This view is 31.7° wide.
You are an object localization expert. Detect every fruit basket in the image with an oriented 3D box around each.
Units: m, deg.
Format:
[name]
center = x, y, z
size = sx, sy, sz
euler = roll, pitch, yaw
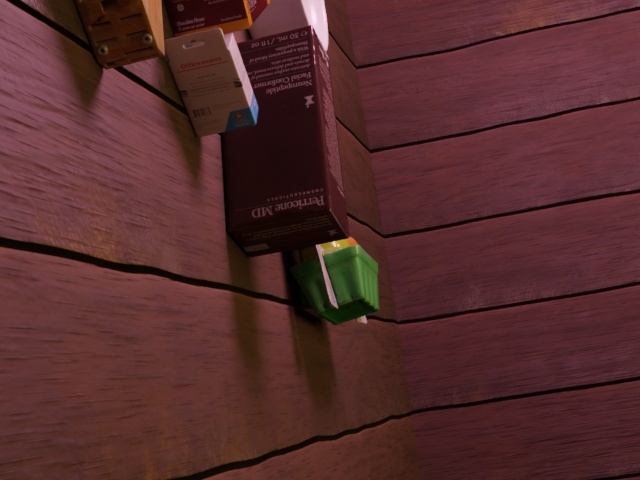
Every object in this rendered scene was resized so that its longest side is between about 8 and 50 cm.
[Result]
[fruit basket]
center = 0.000, 0.000, 2.396
size = 0.353, 0.165, 0.327
euler = 66, 8, 16

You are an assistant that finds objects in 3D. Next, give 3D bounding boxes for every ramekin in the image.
[ramekin]
center = -0.082, -0.522, 2.398
size = 0.277, 0.135, 0.277
euler = -10, 90, -79

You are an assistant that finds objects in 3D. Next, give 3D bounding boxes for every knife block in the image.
[knife block]
center = -0.269, -0.398, 1.512
size = 0.242, 0.088, 0.275
euler = -76, 153, -62

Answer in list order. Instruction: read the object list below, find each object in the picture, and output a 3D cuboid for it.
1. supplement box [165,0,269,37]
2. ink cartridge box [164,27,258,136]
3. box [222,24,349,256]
[supplement box]
center = -0.183, -0.451, 1.869
size = 0.194, 0.129, 0.191
euler = -73, 150, -66
[ink cartridge box]
center = -0.175, -0.264, 1.804
size = 0.060, 0.104, 0.180
euler = -84, 160, -54
[box]
center = -0.071, -0.179, 2.022
size = 0.143, 0.191, 0.381
euler = 53, 28, -65
